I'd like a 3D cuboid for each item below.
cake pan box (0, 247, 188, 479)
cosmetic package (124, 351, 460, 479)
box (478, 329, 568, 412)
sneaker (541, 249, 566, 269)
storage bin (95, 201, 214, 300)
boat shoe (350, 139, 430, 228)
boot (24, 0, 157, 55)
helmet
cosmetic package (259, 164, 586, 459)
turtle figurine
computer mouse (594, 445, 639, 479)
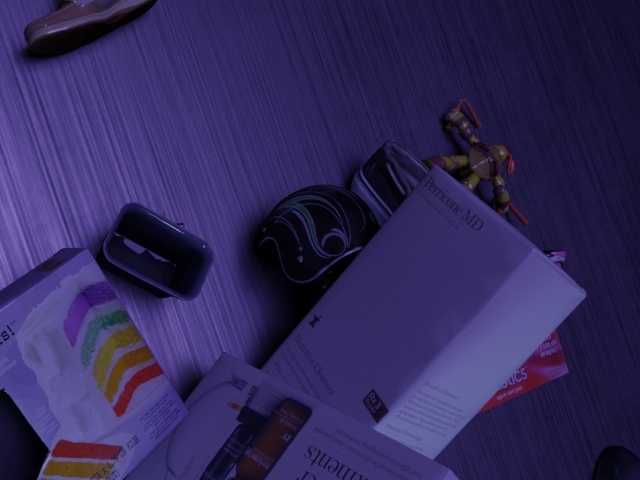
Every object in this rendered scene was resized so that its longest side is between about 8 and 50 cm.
[{"bbox_3d":[-0.300,0.177,0.767,0.267,0.070,0.246,-41,115,-38],"label":"cake pan box"},{"bbox_3d":[-0.063,0.303,0.762,0.284,0.377,0.097,-54,129,-18],"label":"cosmetic package"},{"bbox_3d":[0.232,0.190,1.162,0.299,0.154,0.142,-12,84,-34],"label":"box"},{"bbox_3d":[0.399,0.060,1.361,0.178,0.072,0.077,-3,91,-29],"label":"sneaker"},{"bbox_3d":[-0.220,0.017,0.934,0.135,0.091,0.098,32,62,-25],"label":"storage bin"},{"bbox_3d":[0.186,-0.021,1.121,0.335,0.119,0.121,43,39,13],"label":"boat shoe"},{"bbox_3d":[-0.336,-0.349,0.957,0.213,0.077,0.165,-43,104,-39],"label":"boot"},{"bbox_3d":[0.000,0.000,1.039,0.169,0.169,0.162,-6,47,-35],"label":"helmet"},{"bbox_3d":[0.117,0.124,0.932,0.156,0.217,0.385,29,103,-41],"label":"cosmetic package"},{"bbox_3d":[0.286,-0.122,1.315,0.217,0.087,0.270,-30,95,-36],"label":"turtle figurine"},{"bbox_3d":[0.565,0.516,1.354,0.188,0.072,0.272,39,60,-19],"label":"computer mouse"}]
